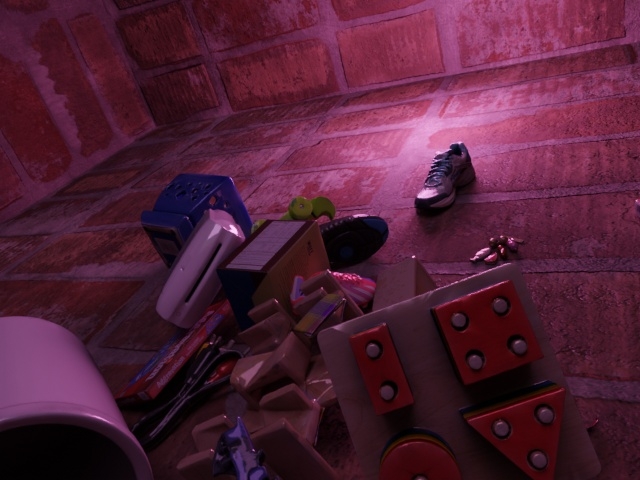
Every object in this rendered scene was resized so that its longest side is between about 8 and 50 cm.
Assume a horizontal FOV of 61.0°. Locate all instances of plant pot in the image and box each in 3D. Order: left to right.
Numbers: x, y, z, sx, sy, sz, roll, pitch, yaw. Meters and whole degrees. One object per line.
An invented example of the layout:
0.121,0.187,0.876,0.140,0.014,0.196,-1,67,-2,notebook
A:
-0.349,-0.035,1.531,0.236,0.236,0.212,8,43,39,plant pot

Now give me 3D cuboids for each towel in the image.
-0.002,0.115,0.835,0.083,0.009,0.060,-45,19,-21,towel

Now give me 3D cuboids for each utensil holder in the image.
-0.465,0.321,0.832,0.327,0.328,0.385,-29,27,-22,utensil holder

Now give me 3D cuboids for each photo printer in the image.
-0.276,0.057,1.258,0.256,0.107,0.307,-59,14,0,photo printer

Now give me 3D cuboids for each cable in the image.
-0.240,0.299,1.051,0.139,0.072,0.287,11,50,31,cable

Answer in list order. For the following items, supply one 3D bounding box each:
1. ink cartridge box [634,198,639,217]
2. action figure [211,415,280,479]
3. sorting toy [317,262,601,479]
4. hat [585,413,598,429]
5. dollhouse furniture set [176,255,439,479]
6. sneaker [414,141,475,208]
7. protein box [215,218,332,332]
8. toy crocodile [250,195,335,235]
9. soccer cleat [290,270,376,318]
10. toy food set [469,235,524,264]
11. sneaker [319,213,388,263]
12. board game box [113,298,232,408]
0.774,-0.061,1.115,0.179,0.045,0.145,-17,27,7,ink cartridge box
-0.060,0.382,0.576,0.330,0.178,0.341,-25,54,1,action figure
0.153,0.185,0.614,0.257,0.255,0.089,-20,-9,4,sorting toy
0.249,0.297,0.744,0.208,0.173,0.183,21,7,21,hat
0.048,0.239,0.870,0.394,0.256,0.362,-30,20,24,dollhouse furniture set
0.334,-0.184,1.515,0.110,0.122,0.283,5,35,38,sneaker
-0.085,0.088,1.167,0.136,0.200,0.201,3,33,31,protein box
-0.104,-0.023,1.507,0.340,0.105,0.115,-34,-10,-28,toy crocodile
0.036,0.099,1.131,0.083,0.095,0.248,10,16,44,soccer cleat
0.398,0.018,1.213,0.122,0.019,0.078,-35,32,-30,toy food set
0.000,0.000,1.367,0.340,0.125,0.140,-17,25,-1,sneaker
-0.308,0.236,1.158,0.145,0.027,0.281,-23,18,39,board game box
